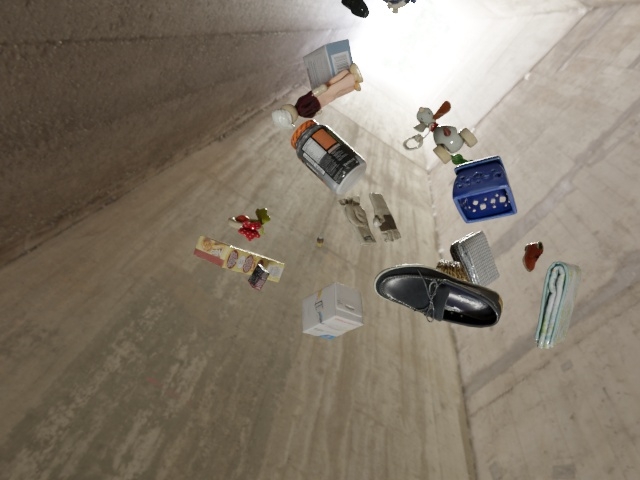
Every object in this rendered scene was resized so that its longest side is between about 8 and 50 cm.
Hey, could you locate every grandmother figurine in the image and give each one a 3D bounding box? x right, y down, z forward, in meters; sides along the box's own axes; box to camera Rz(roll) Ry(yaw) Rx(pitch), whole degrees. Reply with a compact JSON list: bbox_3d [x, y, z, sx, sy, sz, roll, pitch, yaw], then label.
[{"bbox_3d":[-0.018,-0.499,1.488,0.343,0.103,0.207,-30,166,-6],"label":"grandmother figurine"}]

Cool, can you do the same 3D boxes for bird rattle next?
[{"bbox_3d":[-0.372,-0.074,2.118,0.253,0.207,0.142,-48,147,-63],"label":"bird rattle"}]

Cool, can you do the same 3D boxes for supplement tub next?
[{"bbox_3d":[0.033,-0.389,1.924,0.207,0.338,0.207,-41,165,-13],"label":"supplement tub"}]

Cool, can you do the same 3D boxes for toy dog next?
[{"bbox_3d":[0.475,-0.461,1.703,0.220,0.161,0.334,-52,-133,-2],"label":"toy dog"}]

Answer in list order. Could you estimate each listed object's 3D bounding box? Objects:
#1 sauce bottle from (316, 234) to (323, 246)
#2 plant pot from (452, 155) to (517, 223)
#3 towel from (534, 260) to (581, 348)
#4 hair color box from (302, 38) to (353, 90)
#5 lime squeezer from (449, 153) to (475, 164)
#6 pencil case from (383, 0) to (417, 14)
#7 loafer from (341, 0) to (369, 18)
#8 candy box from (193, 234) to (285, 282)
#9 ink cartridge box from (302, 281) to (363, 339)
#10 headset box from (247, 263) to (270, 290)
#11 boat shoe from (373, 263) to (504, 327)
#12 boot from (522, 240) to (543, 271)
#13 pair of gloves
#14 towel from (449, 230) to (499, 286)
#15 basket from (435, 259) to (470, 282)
[{"bbox_3d":[0.000,0.000,2.365,0.042,0.042,0.128,-61,173,-21],"label":"sauce bottle"},{"bbox_3d":[0.732,-0.236,1.871,0.236,0.236,0.211,-12,-125,30],"label":"plant pot"},{"bbox_3d":[1.042,0.279,1.832,0.090,0.321,0.373,15,-85,39],"label":"towel"},{"bbox_3d":[0.038,-0.771,1.884,0.114,0.185,0.374,-20,-160,-11],"label":"hair color box"},{"bbox_3d":[0.705,-0.375,2.047,0.058,0.311,0.110,-60,164,-2],"label":"lime squeezer"},{"bbox_3d":[0.168,-0.926,1.425,0.160,0.411,0.183,35,-60,45],"label":"pencil case"},{"bbox_3d":[0.142,-0.872,1.556,0.062,0.061,0.170,-50,-130,28],"label":"loafer"},{"bbox_3d":[-0.312,0.076,1.640,0.183,0.317,0.087,16,-96,38],"label":"candy box"},{"bbox_3d":[0.054,0.323,1.892,0.233,0.171,0.168,-34,-135,39],"label":"ink cartridge box"},{"bbox_3d":[-0.224,0.136,1.498,0.083,0.032,0.062,-60,-145,4],"label":"headset box"},{"bbox_3d":[0.451,0.217,1.611,0.156,0.502,0.186,-47,149,-67],"label":"boat shoe"},{"bbox_3d":[1.018,0.074,1.987,0.085,0.059,0.157,-35,-150,59],"label":"boot"},{"bbox_3d":[0.181,-0.075,1.499,0.240,0.204,0.042,-10,159,-42],"label":"pair of gloves"},{"bbox_3d":[0.831,0.112,2.251,0.235,0.283,0.121,-21,-179,-39],"label":"towel"},{"bbox_3d":[0.680,0.214,2.034,0.299,0.223,0.213,23,80,-64],"label":"basket"}]
